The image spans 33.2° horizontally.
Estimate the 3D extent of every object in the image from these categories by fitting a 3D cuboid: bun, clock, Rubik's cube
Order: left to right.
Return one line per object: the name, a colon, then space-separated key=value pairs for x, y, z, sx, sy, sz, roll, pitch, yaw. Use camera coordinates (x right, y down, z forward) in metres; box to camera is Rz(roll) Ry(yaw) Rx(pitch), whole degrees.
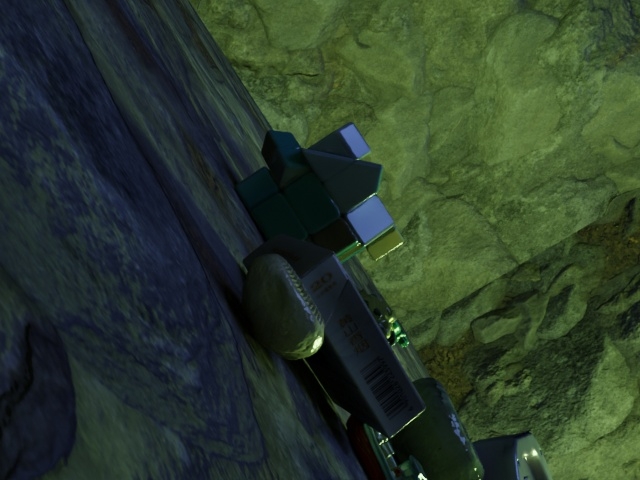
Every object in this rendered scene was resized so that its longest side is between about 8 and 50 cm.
bun: x=-0.043 y=0.071 z=1.098 sx=0.115 sy=0.069 sz=0.115 roll=58 pitch=1 yaw=-2
Rubik's cube: x=0.004 y=-0.070 z=1.717 sx=0.265 sy=0.213 sz=0.224 roll=57 pitch=5 yaw=6
bun: x=0.173 y=0.312 z=1.675 sx=0.195 sy=0.118 sz=0.195 roll=63 pitch=7 yaw=-13
clock: x=0.335 y=0.486 z=1.798 sx=0.338 sy=0.102 sz=0.338 roll=53 pitch=26 yaw=-42

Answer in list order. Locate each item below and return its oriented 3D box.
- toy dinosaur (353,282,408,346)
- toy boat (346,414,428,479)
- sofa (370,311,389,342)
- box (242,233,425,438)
toy dinosaur: x=0.090 y=0.144 z=2.203 sx=0.259 sy=0.094 sz=0.153 roll=51 pitch=-7 yaw=43
toy boat: x=0.084 y=0.267 z=1.306 sx=0.173 sy=0.059 sz=0.069 roll=61 pitch=4 yaw=31
sofa: x=0.075 y=0.158 z=2.026 sx=0.118 sy=0.060 sz=0.039 roll=57 pitch=-2 yaw=-18
box: x=0.015 y=0.108 z=1.257 sx=0.233 sy=0.067 sz=0.149 roll=59 pitch=-20 yaw=-21
